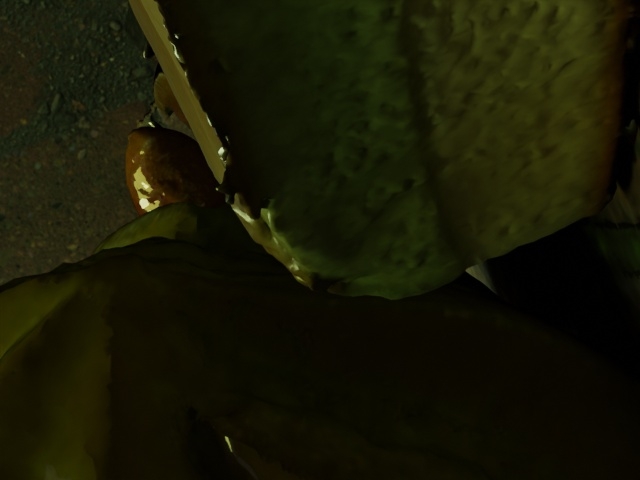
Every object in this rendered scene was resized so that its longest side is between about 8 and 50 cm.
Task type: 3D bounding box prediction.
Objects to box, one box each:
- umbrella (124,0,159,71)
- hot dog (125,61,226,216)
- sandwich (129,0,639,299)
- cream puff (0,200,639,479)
[{"bbox_3d":[-0.067,-0.124,1.054,0.326,0.090,0.094,-127,17,-69],"label":"umbrella"},{"bbox_3d":[-0.046,0.035,0.944,0.194,0.107,0.326,16,150,38],"label":"hot dog"},{"bbox_3d":[-0.009,-0.105,0.400,0.220,0.108,0.186,70,175,-63],"label":"sandwich"},{"bbox_3d":[-0.010,0.091,0.605,0.274,0.323,0.270,-87,15,-50],"label":"cream puff"}]
